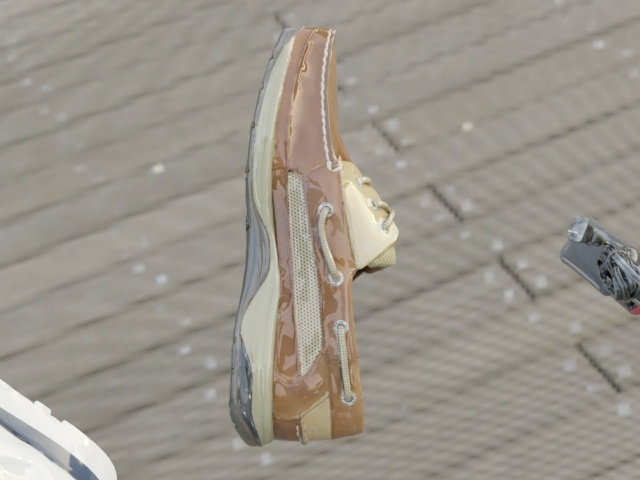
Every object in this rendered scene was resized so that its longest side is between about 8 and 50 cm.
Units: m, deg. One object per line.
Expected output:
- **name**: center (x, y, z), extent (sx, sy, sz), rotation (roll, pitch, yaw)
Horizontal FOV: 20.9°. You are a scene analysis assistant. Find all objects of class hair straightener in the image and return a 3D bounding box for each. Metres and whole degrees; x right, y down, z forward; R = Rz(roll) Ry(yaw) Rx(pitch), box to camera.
- **hair straightener**: center (0.198, 0.026, 1.179), extent (0.047, 0.089, 0.230), rotation (-54, 12, 11)

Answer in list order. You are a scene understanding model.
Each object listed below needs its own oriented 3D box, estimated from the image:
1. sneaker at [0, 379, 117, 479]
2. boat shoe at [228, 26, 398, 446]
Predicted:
- **sneaker**: center (-0.200, 0.094, 0.794), extent (0.090, 0.235, 0.095), rotation (-41, 23, 41)
- **boat shoe**: center (0.000, 0.000, 1.346), extent (0.120, 0.324, 0.122), rotation (4, -2, 2)
